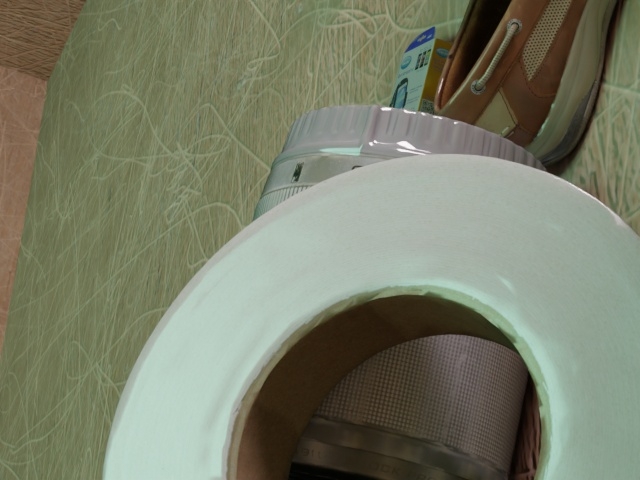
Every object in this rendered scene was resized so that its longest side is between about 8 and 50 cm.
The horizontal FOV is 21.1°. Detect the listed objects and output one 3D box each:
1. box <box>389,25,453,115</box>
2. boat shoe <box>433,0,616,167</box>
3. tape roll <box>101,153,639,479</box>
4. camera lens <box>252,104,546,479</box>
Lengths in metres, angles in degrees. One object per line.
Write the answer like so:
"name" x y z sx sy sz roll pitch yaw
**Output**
"box" 0.090 -0.130 1.605 0.081 0.028 0.136 -14 58 69
"boat shoe" 0.167 -0.220 1.312 0.123 0.116 0.324 164 121 -69
"tape roll" 0.048 0.135 1.022 0.392 0.072 0.392 -13 60 23
"camera lens" 0.044 0.066 1.244 0.219 0.219 0.274 155 130 -66
